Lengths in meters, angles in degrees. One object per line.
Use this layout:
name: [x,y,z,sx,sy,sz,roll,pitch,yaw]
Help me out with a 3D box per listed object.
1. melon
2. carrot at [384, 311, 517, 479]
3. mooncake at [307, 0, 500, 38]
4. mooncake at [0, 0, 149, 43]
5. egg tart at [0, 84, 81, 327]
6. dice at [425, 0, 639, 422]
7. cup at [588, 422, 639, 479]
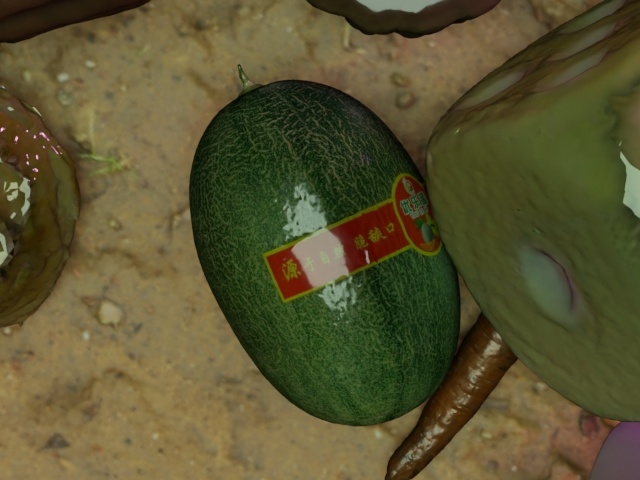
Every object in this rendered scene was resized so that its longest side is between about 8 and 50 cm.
melon: [0.000,0.000,1.464,0.182,0.182,0.288,-27,96,5]
carrot: [0.110,0.115,1.543,0.047,0.047,0.191,36,101,-2]
mooncake: [0.059,-0.263,1.462,0.228,0.124,0.228,0,99,-2]
mooncake: [-0.229,-0.281,1.388,0.161,0.290,0.290,-21,95,7]
egg tart: [-0.305,-0.021,1.499,0.232,0.098,0.252,-38,107,13]
dice: [0.245,-0.035,1.374,0.250,0.254,0.252,-37,103,-22]
cup: [0.302,0.240,1.396,0.257,0.289,0.219,4,77,34]
